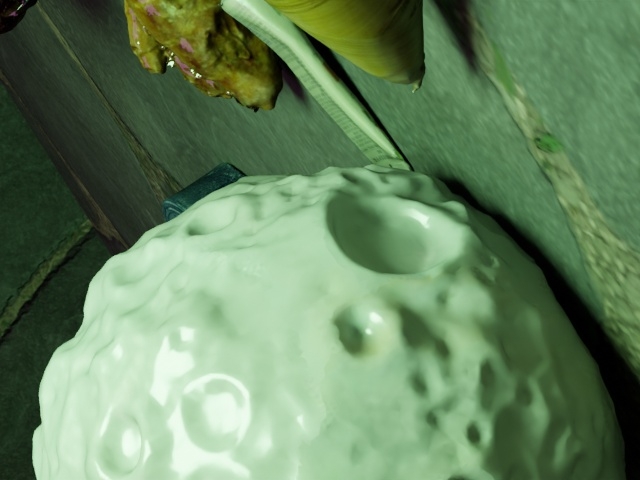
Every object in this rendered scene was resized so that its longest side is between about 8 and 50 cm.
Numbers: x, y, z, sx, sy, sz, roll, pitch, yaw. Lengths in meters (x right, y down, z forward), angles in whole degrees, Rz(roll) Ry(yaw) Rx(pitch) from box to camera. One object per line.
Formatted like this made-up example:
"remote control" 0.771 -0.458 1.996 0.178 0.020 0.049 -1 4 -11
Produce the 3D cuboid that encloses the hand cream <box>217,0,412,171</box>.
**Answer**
"hand cream" -0.004 -0.102 0.969 0.165 0.037 0.057 49 169 -9

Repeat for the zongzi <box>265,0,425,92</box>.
"zongzi" -0.025 -0.164 0.715 0.194 0.099 0.197 48 174 28

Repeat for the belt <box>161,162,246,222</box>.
"belt" -0.072 0.014 1.423 0.190 0.082 0.141 41 157 44

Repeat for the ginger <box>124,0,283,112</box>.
"ginger" -0.093 -0.151 1.055 0.162 0.073 0.103 58 169 -20

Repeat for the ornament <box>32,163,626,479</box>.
"ornament" -0.002 0.130 0.910 0.337 0.337 0.337 51 168 15

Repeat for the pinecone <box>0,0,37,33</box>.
"pinecone" -0.314 -0.265 1.338 0.221 0.221 0.221 51 168 15
